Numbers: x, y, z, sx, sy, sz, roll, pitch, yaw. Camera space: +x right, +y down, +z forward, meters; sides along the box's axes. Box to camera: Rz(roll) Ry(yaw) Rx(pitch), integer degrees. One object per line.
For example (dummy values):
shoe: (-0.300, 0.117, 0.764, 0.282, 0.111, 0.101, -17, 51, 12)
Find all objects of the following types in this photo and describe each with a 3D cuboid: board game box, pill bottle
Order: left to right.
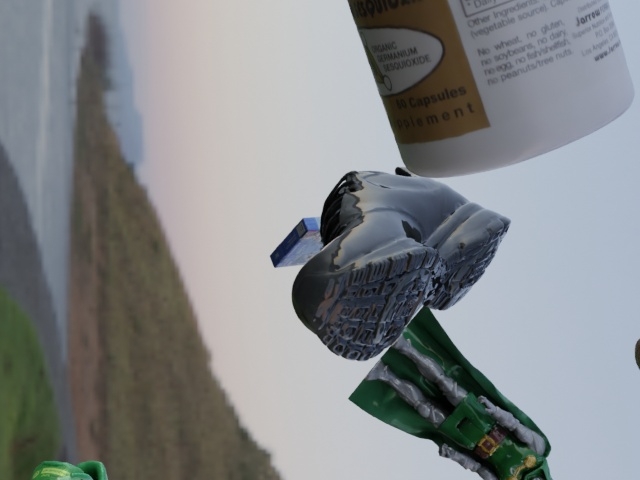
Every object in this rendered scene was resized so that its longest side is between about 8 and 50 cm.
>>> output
board game box: (0.000, 0.000, 1.641, 0.090, 0.090, 0.020, -47, -123, 49)
pill bottle: (0.071, -0.159, 0.743, 0.131, 0.131, 0.229, -130, -160, -78)

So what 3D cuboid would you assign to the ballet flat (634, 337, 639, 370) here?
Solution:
ballet flat: (0.451, 0.055, 1.442, 0.106, 0.316, 0.108, 43, -23, 52)

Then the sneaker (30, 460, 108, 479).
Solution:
sneaker: (-0.334, 0.328, 1.678, 0.295, 0.109, 0.124, -12, 99, -75)

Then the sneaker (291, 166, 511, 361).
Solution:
sneaker: (0.041, 0.007, 1.116, 0.109, 0.130, 0.286, -59, 162, 22)

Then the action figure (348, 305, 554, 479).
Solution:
action figure: (0.157, 0.192, 1.480, 0.137, 0.232, 0.063, -53, 176, 19)
